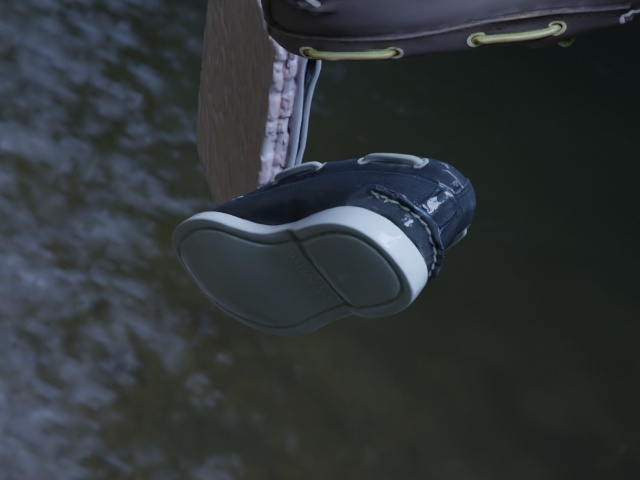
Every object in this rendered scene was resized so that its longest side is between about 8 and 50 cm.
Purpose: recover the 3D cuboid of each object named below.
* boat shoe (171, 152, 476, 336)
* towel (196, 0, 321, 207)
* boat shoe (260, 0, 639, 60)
[{"bbox_3d":[0.000,0.000,1.295,0.302,0.091,0.114,1,-50,55],"label":"boat shoe"},{"bbox_3d":[-0.077,-0.163,2.015,0.053,0.331,0.317,-2,40,-16],"label":"towel"},{"bbox_3d":[0.124,-0.168,1.106,0.324,0.096,0.116,-6,52,-4],"label":"boat shoe"}]
